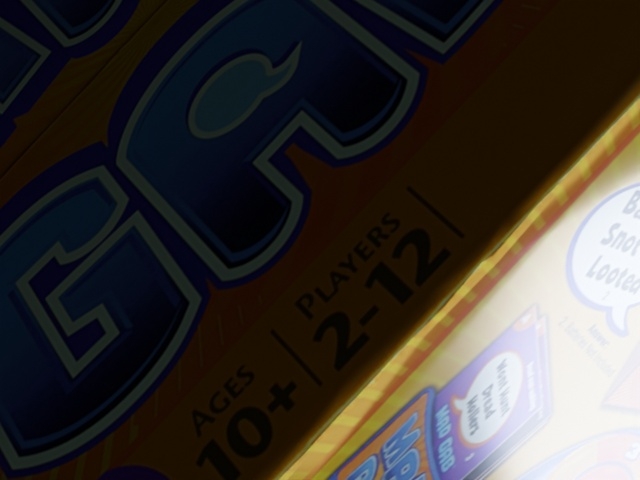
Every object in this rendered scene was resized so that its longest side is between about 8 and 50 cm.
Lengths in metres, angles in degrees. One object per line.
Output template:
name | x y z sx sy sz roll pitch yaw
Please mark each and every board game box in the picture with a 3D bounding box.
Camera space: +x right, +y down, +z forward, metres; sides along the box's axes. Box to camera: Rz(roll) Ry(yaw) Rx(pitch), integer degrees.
board game box | 0.027 -0.008 0.689 0.356 0.356 0.356 -46 140 2
